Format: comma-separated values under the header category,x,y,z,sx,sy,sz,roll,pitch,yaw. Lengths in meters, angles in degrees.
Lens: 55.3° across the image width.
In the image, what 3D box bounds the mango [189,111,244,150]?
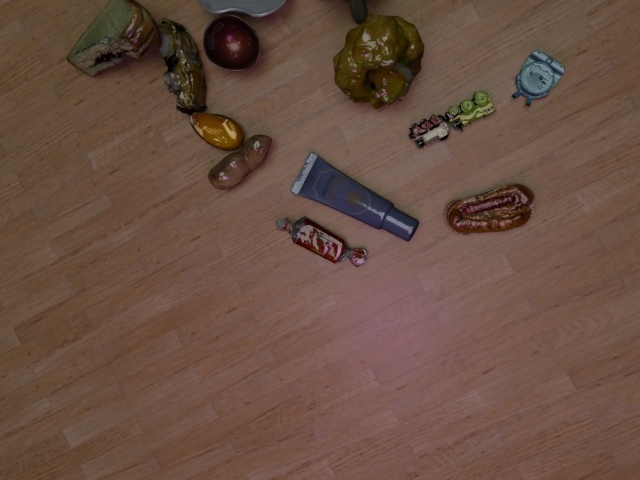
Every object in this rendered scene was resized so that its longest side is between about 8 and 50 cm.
category,x,y,z,sx,sy,sz,roll,pitch,yaw
mango,-0.310,-0.332,1.845,0.187,0.066,0.101,23,106,1

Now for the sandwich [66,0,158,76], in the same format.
category,x,y,z,sx,sy,sz,roll,pitch,yaw
sandwich,-0.623,-0.591,1.822,0.288,0.099,0.254,-46,51,8

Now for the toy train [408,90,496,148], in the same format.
category,x,y,z,sx,sy,sz,roll,pitch,yaw
toy train,0.372,-0.343,1.749,0.249,0.053,0.085,-26,93,9

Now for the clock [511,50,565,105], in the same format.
category,x,y,z,sx,sy,sz,roll,pitch,yaw
clock,0.602,-0.447,1.714,0.108,0.045,0.147,34,97,8

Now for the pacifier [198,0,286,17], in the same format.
category,x,y,z,sx,sy,sz,roll,pitch,yaw
pacifier,-0.225,-0.767,1.750,0.287,0.226,0.238,12,75,7

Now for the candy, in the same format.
category,x,y,z,sx,sy,sz,roll,pitch,yaw
candy,0.000,0.001,1.813,0.292,0.059,0.086,28,99,8

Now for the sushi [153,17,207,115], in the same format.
category,x,y,z,sx,sy,sz,roll,pitch,yaw
sushi,-0.425,-0.524,1.830,0.131,0.139,0.291,-10,92,17

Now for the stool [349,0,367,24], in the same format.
category,x,y,z,sx,sy,sz,roll,pitch,yaw
stool,0.088,-0.750,1.712,0.195,0.198,0.195,35,97,4

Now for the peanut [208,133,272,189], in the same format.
category,x,y,z,sx,sy,sz,roll,pitch,yaw
peanut,-0.234,-0.235,1.821,0.228,0.104,0.086,-37,78,6

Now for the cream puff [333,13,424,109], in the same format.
category,x,y,z,sx,sy,sz,roll,pitch,yaw
cream puff,0.171,-0.472,1.668,0.282,0.282,0.185,-41,67,8

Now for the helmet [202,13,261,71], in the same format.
category,x,y,z,sx,sy,sz,roll,pitch,yaw
helmet,-0.250,-0.579,1.812,0.175,0.106,0.155,18,104,5

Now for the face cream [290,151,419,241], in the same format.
category,x,y,z,sx,sy,sz,roll,pitch,yaw
face cream,0.104,-0.115,1.784,0.385,0.086,0.136,29,95,12

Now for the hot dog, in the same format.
category,x,y,z,sx,sy,sz,roll,pitch,yaw
hot dog,0.479,-0.084,1.730,0.252,0.069,0.131,-11,90,10
